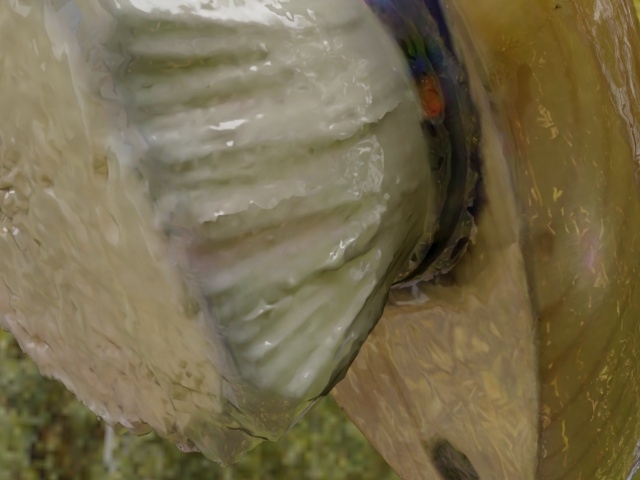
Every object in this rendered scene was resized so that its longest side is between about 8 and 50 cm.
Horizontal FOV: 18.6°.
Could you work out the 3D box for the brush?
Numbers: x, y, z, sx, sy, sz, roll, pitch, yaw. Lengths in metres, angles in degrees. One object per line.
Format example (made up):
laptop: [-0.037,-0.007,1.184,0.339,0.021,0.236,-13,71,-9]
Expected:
brush: [0.000,0.000,0.570,0.174,0.166,0.267,-7,-66,53]
